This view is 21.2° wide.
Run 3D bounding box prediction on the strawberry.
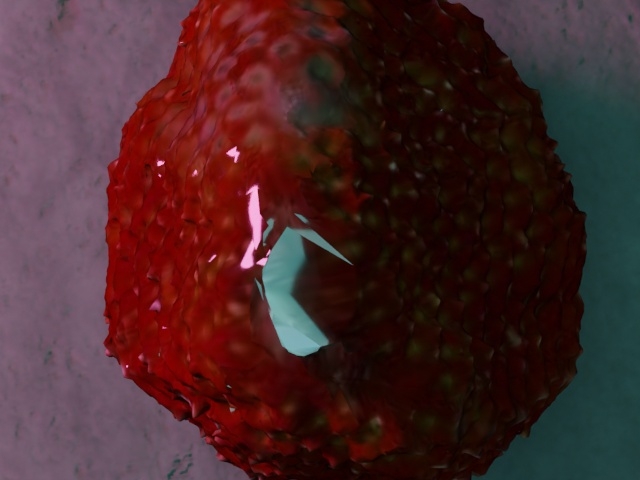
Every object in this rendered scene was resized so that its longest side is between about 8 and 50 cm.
[{"bbox_3d":[0.000,0.000,0.897,0.267,0.351,0.312,-19,97,11],"label":"strawberry"}]
